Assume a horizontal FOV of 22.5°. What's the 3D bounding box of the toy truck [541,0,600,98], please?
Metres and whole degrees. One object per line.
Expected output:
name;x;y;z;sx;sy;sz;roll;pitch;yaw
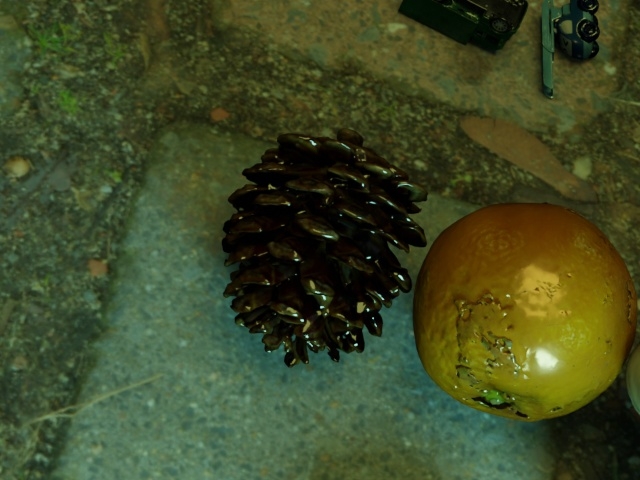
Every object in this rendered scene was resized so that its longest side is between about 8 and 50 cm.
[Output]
toy truck;0.319;-0.247;2.044;0.074;0.063;0.136;-2;64;7

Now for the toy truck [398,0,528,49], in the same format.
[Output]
toy truck;0.182;-0.297;2.022;0.147;0.079;0.065;26;60;1

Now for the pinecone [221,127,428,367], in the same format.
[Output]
pinecone;0.000;0.000;1.751;0.224;0.224;0.272;22;71;-2

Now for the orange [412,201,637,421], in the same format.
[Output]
orange;0.222;0.074;1.748;0.246;0.246;0.246;6;63;-11

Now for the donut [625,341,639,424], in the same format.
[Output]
donut;0.454;0.228;1.677;0.142;0.382;0.382;-38;76;3
